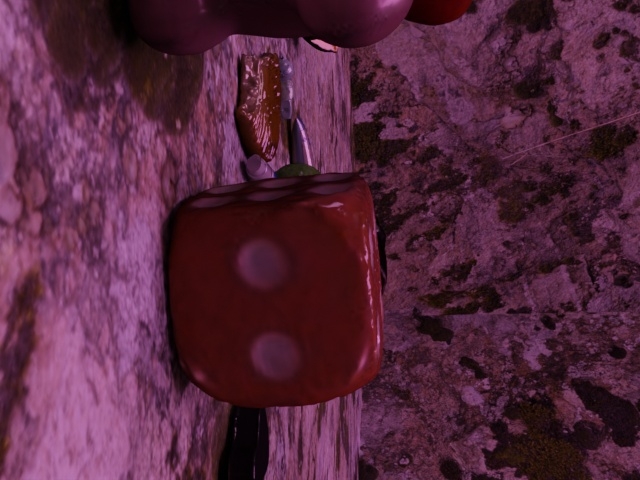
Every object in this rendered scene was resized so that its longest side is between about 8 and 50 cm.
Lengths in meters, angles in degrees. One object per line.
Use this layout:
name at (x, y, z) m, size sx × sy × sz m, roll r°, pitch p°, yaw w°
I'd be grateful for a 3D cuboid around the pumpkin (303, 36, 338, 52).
pumpkin at (-0.001, -0.426, 1.447) m, size 0.183 × 0.107 × 0.119 m, roll 105°, pitch -9°, yaw -85°

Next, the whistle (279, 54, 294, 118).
whistle at (-0.057, -0.238, 1.201) m, size 0.035 × 0.035 × 0.100 m, roll -79°, pitch 167°, yaw -64°

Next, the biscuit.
biscuit at (-0.076, -0.195, 1.029) m, size 0.176 × 0.031 × 0.229 m, roll 83°, pitch 9°, yaw -53°

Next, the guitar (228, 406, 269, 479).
guitar at (-0.086, 0.268, 0.777) m, size 0.271 × 0.038 × 0.084 m, roll -79°, pitch 165°, yaw -64°

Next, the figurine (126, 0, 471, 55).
figurine at (-0.023, -0.262, 0.594) m, size 0.261 × 0.269 × 0.211 m, roll -51°, pitch 141°, yaw -64°

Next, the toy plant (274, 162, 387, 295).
toy plant at (0.000, 0.000, 1.135) m, size 0.218 × 0.175 × 0.235 m, roll 71°, pitch -8°, yaw -51°

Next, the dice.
dice at (-0.032, 0.036, 0.698) m, size 0.174 × 0.174 × 0.179 m, roll -67°, pitch 155°, yaw -74°

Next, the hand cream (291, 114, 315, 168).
hand cream at (-0.032, -0.138, 1.381) m, size 0.065 × 0.043 × 0.171 m, roll -90°, pitch 172°, yaw -76°

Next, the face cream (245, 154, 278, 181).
face cream at (-0.074, -0.082, 0.998) m, size 0.130 × 0.034 × 0.034 m, roll 62°, pitch 27°, yaw -76°
